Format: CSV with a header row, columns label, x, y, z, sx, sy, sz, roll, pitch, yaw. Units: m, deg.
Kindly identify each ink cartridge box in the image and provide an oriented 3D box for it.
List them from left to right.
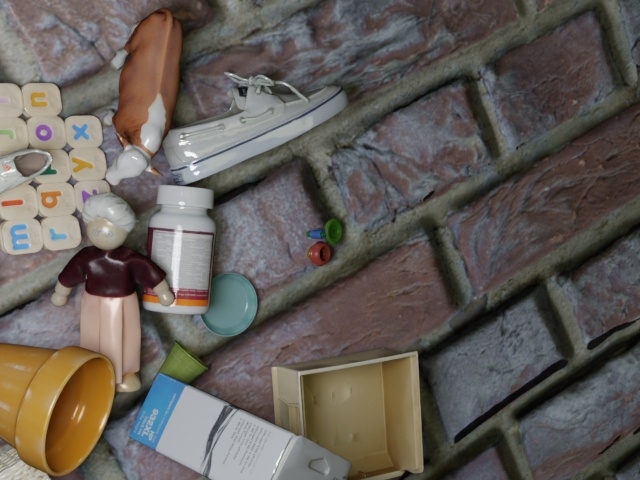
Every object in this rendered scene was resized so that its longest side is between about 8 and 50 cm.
label,x,y,z,sx,sy,sz,roll,pitch,yaw
ink cartridge box,-0.135,0.359,1.907,0.223,0.307,0.129,41,72,-53

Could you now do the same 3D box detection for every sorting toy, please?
label,x,y,z,sx,sy,sz,roll,pitch,yaw
sorting toy,0.000,0.000,2.157,0.061,0.042,0.102,48,58,-39

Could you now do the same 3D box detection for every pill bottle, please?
label,x,y,z,sx,sy,sz,roll,pitch,yaw
pill bottle,-0.247,0.016,1.967,0.121,0.121,0.221,5,90,-29

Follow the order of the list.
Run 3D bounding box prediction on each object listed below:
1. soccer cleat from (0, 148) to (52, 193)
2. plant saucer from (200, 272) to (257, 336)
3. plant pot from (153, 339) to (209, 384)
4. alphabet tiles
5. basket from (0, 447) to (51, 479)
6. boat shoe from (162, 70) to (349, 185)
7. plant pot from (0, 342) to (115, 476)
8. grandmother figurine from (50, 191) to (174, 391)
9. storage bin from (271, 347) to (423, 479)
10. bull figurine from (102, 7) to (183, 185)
label,x,y,z,sx,sy,sz,roll,pitch,yaw
soccer cleat,-0.516,-0.101,1.761,0.196,0.076,0.068,-32,105,-37
plant saucer,-0.175,0.118,2.070,0.119,0.021,0.119,-2,95,-29
plant pot,-0.256,0.236,2.005,0.083,0.083,0.079,42,84,-25
alphabet tiles,-0.483,-0.121,1.856,0.278,0.021,0.284,-8,90,-40
basket,-0.527,0.425,1.838,0.167,0.113,0.103,-33,106,-24
boat shoe,-0.127,-0.241,2.026,0.367,0.136,0.156,-26,102,-16
plant pot,-0.466,0.253,1.801,0.205,0.188,0.205,17,90,-73
grandmother figurine,-0.351,0.085,1.875,0.208,0.104,0.342,-2,107,-9
storage bin,0.053,0.353,2.154,0.262,0.123,0.260,-7,96,-29
bull figurine,-0.302,-0.236,1.883,0.101,0.188,0.310,17,84,-28
